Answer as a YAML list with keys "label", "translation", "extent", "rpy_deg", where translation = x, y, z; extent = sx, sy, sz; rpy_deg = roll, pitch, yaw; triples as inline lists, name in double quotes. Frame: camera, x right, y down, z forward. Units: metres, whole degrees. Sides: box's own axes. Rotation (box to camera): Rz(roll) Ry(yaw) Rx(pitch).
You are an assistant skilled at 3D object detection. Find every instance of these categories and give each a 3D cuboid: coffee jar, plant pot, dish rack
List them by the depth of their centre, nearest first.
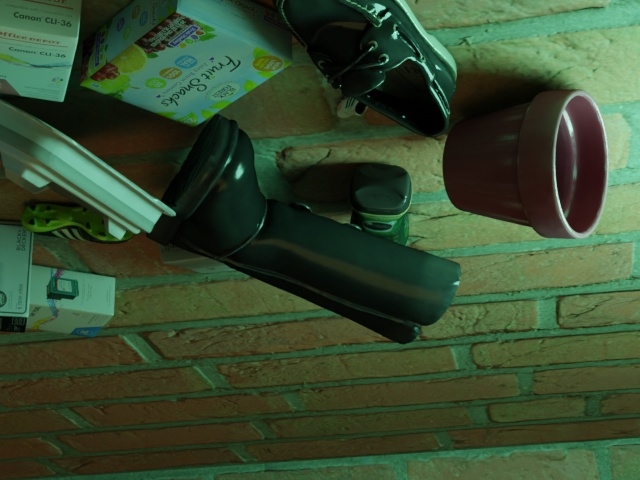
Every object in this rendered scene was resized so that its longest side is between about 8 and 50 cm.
- label: "dish rack"
  translation: [-0.364, -0.104, 1.607]
  extent: [0.285, 0.072, 0.333]
  rpy_deg: [27, 173, 27]
- label: "plant pot"
  translation: [0.274, -0.103, 1.723]
  extent: [0.180, 0.201, 0.201]
  rpy_deg: [2, 162, 34]
- label: "coffee jar"
  translation: [0.092, -0.050, 1.945]
  extent: [0.096, 0.079, 0.184]
  rpy_deg: [5, 157, 3]

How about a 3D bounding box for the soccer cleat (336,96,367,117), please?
- label: "soccer cleat"
  translation: [0.045, -0.180, 1.698]
  extent: [0.029, 0.035, 0.083]
  rpy_deg: [11, 153, -27]

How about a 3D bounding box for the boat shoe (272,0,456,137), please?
- label: "boat shoe"
  translation: [0.057, -0.217, 1.518]
  extent: [0.127, 0.113, 0.340]
  rpy_deg: [-14, 153, 28]

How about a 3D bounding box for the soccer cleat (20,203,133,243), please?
- label: "soccer cleat"
  translation: [-0.384, -0.026, 2.008]
  extent: [0.179, 0.060, 0.072]
  rpy_deg: [8, 165, -5]

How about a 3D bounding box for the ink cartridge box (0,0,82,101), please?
- label: "ink cartridge box"
  translation: [-0.346, -0.244, 1.487]
  extent: [0.115, 0.067, 0.198]
  rpy_deg: [6, 156, -15]

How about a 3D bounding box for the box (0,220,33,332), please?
- label: "box"
  translation: [-0.612, 0.050, 2.026]
  extent: [0.290, 0.169, 0.087]
  rpy_deg: [4, 158, -15]

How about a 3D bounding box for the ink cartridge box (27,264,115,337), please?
- label: "ink cartridge box"
  translation: [-0.498, 0.105, 2.264]
  extent: [0.231, 0.078, 0.134]
  rpy_deg: [10, 154, -23]

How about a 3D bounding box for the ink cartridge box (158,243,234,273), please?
- label: "ink cartridge box"
  translation: [-0.148, 0.014, 2.140]
  extent: [0.189, 0.066, 0.232]
  rpy_deg: [-7, 177, 12]

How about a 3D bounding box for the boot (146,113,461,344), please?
- label: "boot"
  translation: [0.000, 0.000, 1.826]
  extent: [0.445, 0.146, 0.367]
  rpy_deg: [25, 162, -10]

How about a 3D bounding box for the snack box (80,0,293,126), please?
- label: "snack box"
  translation: [-0.163, -0.228, 1.533]
  extent: [0.174, 0.070, 0.207]
  rpy_deg: [19, 150, -38]
